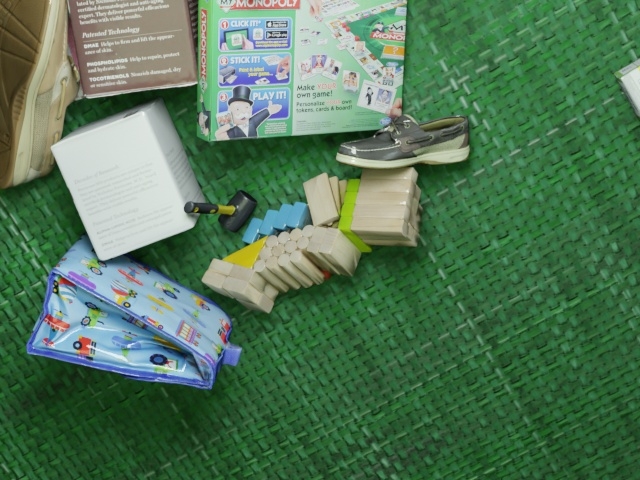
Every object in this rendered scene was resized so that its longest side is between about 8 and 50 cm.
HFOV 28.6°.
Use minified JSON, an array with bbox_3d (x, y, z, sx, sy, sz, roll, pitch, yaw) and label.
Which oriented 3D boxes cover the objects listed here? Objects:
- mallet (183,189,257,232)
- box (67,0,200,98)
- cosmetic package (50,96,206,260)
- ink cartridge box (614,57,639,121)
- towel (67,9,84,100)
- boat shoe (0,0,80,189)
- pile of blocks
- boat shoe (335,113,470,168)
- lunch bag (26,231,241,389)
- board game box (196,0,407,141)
[{"bbox_3d":[-0.157,-0.038,1.846,0.039,0.189,0.062,40,110,16],"label":"mallet"},{"bbox_3d":[-0.255,-0.320,1.777,0.167,0.168,0.203,-7,104,5],"label":"box"},{"bbox_3d":[-0.277,-0.094,1.847,0.151,0.151,0.184,-20,102,7],"label":"cosmetic package"},{"bbox_3d":[0.548,-0.248,1.828,0.209,0.062,0.109,-31,101,9],"label":"ink cartridge box"},{"bbox_3d":[-0.430,-0.261,1.870,0.197,0.029,0.144,-17,104,6],"label":"towel"},{"bbox_3d":[-0.410,-0.236,1.804,0.121,0.110,0.341,40,125,28],"label":"boat shoe"},{"bbox_3d":[0.000,0.000,1.902,0.362,0.149,0.112,-22,146,16],"label":"pile of blocks"},{"bbox_3d":[0.122,-0.147,1.823,0.223,0.080,0.073,-6,109,-29],"label":"boat shoe"},{"bbox_3d":[-0.255,0.118,1.865,0.293,0.221,0.138,19,105,-3],"label":"lunch bag"},{"bbox_3d":[-0.022,-0.256,1.769,0.317,0.046,0.213,-6,106,-30],"label":"board game box"}]
